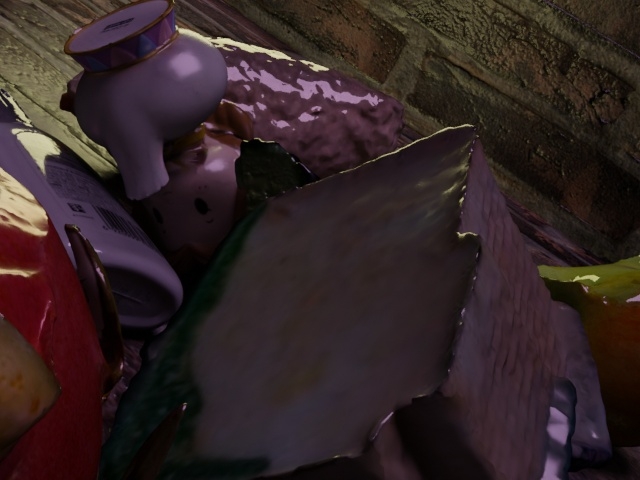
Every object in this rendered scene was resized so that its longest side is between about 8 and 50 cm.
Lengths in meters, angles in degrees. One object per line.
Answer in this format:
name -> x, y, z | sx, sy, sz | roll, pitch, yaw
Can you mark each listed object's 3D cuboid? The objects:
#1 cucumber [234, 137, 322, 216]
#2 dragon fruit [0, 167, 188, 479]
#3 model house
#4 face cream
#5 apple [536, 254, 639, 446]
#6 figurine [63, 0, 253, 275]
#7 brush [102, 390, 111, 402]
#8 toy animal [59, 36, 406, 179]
cucumber -> 0.000, 0.000, 0.900 | 0.086, 0.115, 0.193 | -6, -24, 23
dragon fruit -> -0.205, 0.041, 0.436 | 0.290, 0.189, 0.290 | 30, 16, -9
model house -> 0.058, 0.129, 0.668 | 0.284, 0.243, 0.298 | 53, 35, -23
face cream -> -0.225, -0.038, 0.854 | 0.291, 0.071, 0.144 | 46, 10, 37
apple -> 0.325, 0.104, 1.163 | 0.226, 0.246, 0.246 | 16, 21, -25
figurine -> -0.120, -0.078, 0.922 | 0.263, 0.142, 0.189 | 65, 32, -30
brush -> -0.253, 0.015, 0.756 | 0.314, 0.017, 0.090 | 40, 20, 25
toy animal -> -0.103, -0.119, 1.124 | 0.358, 0.188, 0.226 | 11, -10, -21
